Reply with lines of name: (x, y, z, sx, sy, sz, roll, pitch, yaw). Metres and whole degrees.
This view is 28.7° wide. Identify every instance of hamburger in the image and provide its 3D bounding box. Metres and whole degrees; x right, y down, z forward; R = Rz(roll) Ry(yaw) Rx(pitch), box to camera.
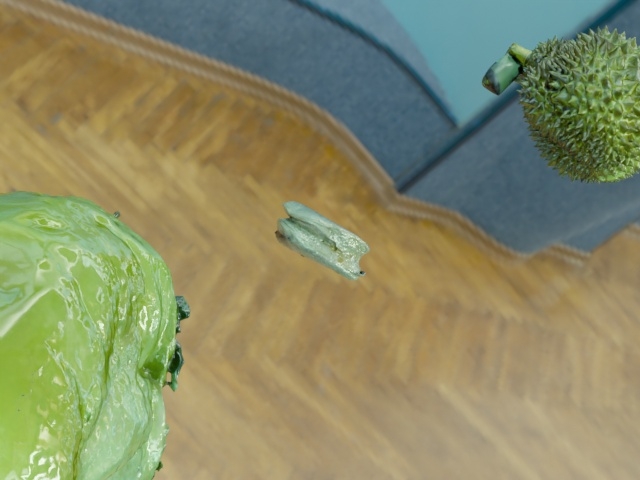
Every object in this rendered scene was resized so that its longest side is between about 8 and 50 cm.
hamburger: (0.000, 0.000, 1.687, 0.133, 0.062, 0.140, 30, -3, -36)

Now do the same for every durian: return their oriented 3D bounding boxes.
durian: (0.286, -0.143, 1.317, 0.159, 0.146, 0.198, 55, -4, -28)
durian: (-0.210, 0.089, 0.869, 0.256, 0.204, 0.339, 63, 12, 9)
